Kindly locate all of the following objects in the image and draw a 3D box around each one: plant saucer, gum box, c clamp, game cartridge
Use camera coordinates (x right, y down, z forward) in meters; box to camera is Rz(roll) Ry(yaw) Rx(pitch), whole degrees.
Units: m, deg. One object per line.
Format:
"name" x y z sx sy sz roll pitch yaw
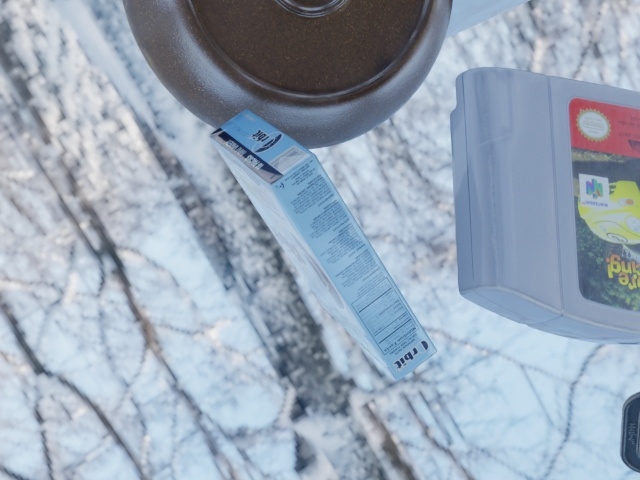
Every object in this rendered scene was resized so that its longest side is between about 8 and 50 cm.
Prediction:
"plant saucer" -0.016 -0.233 1.149 0.310 0.311 0.050 -35 -166 -15
"gum box" 0.000 0.000 1.003 0.041 0.184 0.157 -36 -155 -7
"c clamp" 0.380 0.208 1.401 0.137 0.161 0.022 1 -136 19
"game cartridge" 0.234 -0.018 1.036 0.294 0.196 0.060 5 170 -29

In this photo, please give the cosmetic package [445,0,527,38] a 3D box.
"cosmetic package" 0.214 -0.390 1.273 0.377 0.285 0.097 -23 157 24
